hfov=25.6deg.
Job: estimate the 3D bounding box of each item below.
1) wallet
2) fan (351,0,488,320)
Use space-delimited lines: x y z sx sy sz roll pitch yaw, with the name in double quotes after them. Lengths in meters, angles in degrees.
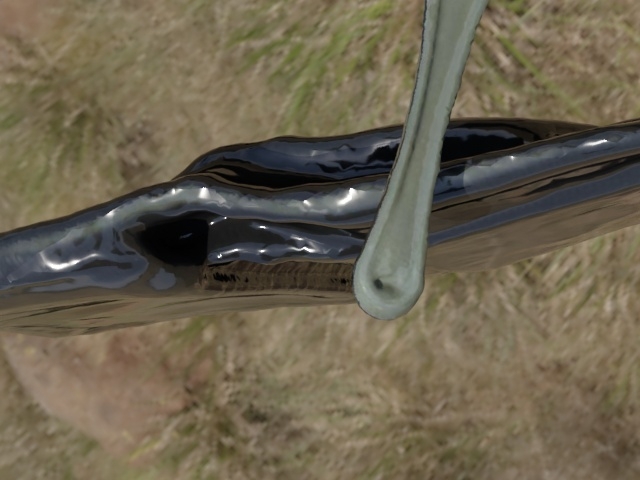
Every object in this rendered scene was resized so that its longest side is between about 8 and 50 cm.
0.000 0.000 0.467 0.322 0.247 0.041 -14 82 16 "wallet"
0.039 -0.088 0.331 0.132 0.220 0.009 17 171 -18 "fan"
